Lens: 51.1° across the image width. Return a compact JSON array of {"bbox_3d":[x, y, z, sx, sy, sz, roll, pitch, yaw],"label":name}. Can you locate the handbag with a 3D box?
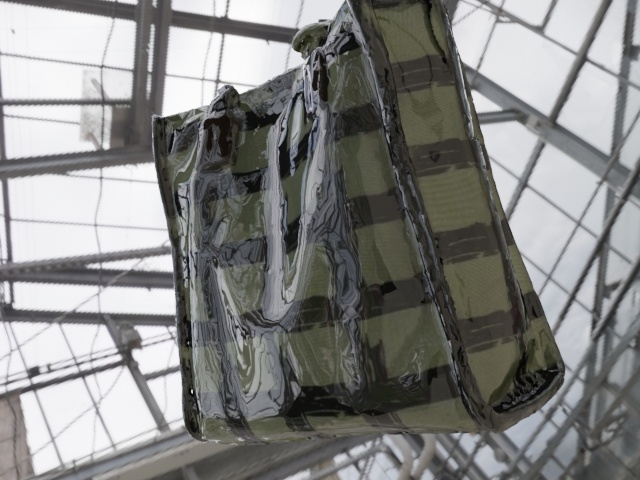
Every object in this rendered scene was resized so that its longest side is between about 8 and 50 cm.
[{"bbox_3d":[0.000,0.000,0.574,0.325,0.327,0.162,-17,-5,41],"label":"handbag"}]
